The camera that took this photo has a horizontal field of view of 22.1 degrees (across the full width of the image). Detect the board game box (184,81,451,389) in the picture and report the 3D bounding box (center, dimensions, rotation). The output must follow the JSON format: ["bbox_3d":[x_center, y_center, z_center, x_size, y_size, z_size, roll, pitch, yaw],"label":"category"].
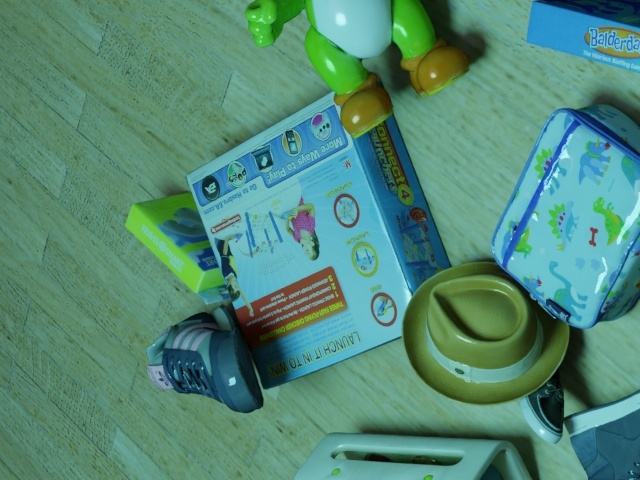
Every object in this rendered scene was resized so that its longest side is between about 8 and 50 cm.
[{"bbox_3d":[0.000,0.000,2.052,0.308,0.086,0.302,-25,83,44],"label":"board game box"}]

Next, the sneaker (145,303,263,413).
[{"bbox_3d":[-0.153,0.169,2.102,0.319,0.131,0.112,-145,35,-80],"label":"sneaker"}]

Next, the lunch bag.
[{"bbox_3d":[0.287,-0.027,1.773,0.176,0.090,0.219,45,126,30],"label":"lunch bag"}]

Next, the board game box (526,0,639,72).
[{"bbox_3d":[0.337,-0.202,1.629,0.210,0.160,0.047,22,115,37],"label":"board game box"}]

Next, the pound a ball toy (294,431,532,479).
[{"bbox_3d":[0.120,0.334,2.016,0.319,0.136,0.208,-4,123,44],"label":"pound a ball toy"}]

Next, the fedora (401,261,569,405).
[{"bbox_3d":[0.180,0.090,1.840,0.194,0.194,0.079,40,165,30],"label":"fedora"}]

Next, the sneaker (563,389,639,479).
[{"bbox_3d":[0.366,0.238,1.753,0.226,0.086,0.163,-34,66,53],"label":"sneaker"}]

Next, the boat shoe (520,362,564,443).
[{"bbox_3d":[0.251,0.169,1.841,0.040,0.049,0.142,-53,22,27],"label":"boat shoe"}]

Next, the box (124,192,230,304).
[{"bbox_3d":[-0.165,0.008,2.195,0.178,0.109,0.042,42,125,28],"label":"box"}]

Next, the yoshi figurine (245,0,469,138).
[{"bbox_3d":[0.015,-0.308,1.836,0.203,0.203,0.362,-24,97,48],"label":"yoshi figurine"}]
